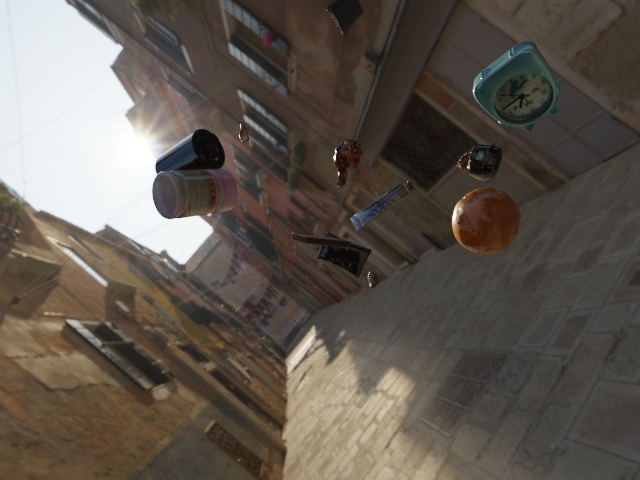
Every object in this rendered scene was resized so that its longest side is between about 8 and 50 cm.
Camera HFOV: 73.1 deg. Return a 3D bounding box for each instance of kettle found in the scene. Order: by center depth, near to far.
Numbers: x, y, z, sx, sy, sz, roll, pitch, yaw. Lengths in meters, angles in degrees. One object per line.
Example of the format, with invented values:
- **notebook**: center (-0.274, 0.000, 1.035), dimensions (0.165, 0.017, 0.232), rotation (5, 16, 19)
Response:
- **kettle**: center (-0.650, -0.419, 2.126), dimensions (0.308, 0.262, 0.203), rotation (-19, -21, 31)

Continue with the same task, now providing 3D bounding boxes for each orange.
- **orange**: center (0.588, -0.068, 1.540), dimensions (0.240, 0.240, 0.240), rotation (-51, -4, -4)

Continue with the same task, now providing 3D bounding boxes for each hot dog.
- **hot dog**: center (0.259, 0.196, 2.135), dimensions (0.058, 0.035, 0.083), rotation (-37, 42, 30)

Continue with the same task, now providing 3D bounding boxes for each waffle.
- **waffle**: center (0.622, -0.336, 1.841), dimensions (0.083, 0.029, 0.075), rotation (11, -64, -40)

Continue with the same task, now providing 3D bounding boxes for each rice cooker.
- **rice cooker**: center (0.641, -0.304, 1.688), dimensions (0.142, 0.118, 0.203), rotation (-71, -20, -4)

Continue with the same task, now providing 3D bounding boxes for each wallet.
- **wallet**: center (0.118, -1.034, 1.943), dimensions (0.146, 0.030, 0.285), rotation (-42, -6, 16)

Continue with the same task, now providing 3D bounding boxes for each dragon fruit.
- **dragon fruit**: center (0.118, -0.361, 2.045), dimensions (0.125, 0.125, 0.246), rotation (-116, 33, -59)

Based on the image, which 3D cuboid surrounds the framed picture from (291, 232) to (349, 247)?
- **framed picture**: center (0.000, 0.000, 1.522), dimensions (0.128, 0.168, 0.023), rotation (15, 98, 63)

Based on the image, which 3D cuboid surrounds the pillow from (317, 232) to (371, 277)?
- **pillow**: center (0.100, 0.058, 1.864), dimensions (0.141, 0.208, 0.055), rotation (-68, -9, 19)

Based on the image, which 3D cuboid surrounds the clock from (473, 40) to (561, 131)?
- **clock**: center (0.662, -0.487, 1.427), dimensions (0.223, 0.274, 0.094), rotation (-31, 29, 41)

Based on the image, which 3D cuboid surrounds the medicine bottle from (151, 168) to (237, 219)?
- **medicine bottle**: center (-0.538, -0.207, 1.872), dimensions (0.315, 0.202, 0.202), rotation (-16, -30, -51)

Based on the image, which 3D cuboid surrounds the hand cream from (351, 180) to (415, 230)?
- **hand cream**: center (0.239, -0.136, 1.660), dimensions (0.271, 0.058, 0.091), rotation (-34, 39, 10)

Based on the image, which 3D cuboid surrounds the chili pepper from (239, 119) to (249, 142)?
- **chili pepper**: center (-0.392, -0.553, 2.192), dimensions (0.045, 0.178, 0.027), rotation (-12, -32, -6)
